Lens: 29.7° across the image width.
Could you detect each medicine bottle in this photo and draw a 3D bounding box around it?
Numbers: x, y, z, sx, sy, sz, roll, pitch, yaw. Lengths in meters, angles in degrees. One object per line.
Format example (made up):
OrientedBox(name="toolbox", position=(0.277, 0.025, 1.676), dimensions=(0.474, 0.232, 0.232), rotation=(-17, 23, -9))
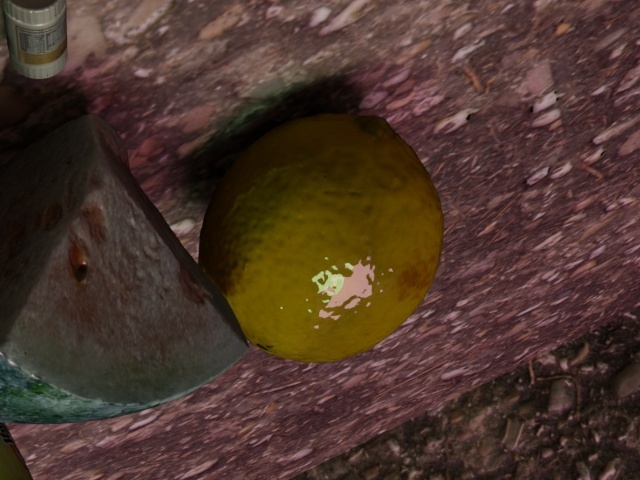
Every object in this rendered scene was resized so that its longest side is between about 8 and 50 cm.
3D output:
OrientedBox(name="medicine bottle", position=(-0.213, -0.163, 0.903), dimensions=(0.047, 0.047, 0.083), rotation=(-20, 156, -19))

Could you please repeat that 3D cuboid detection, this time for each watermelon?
OrientedBox(name="watermelon", position=(-0.211, 0.022, 1.018), dimensions=(0.228, 0.258, 0.387), rotation=(1, -178, 24))

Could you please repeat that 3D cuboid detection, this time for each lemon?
OrientedBox(name="lemon", position=(0.000, 0.000, 1.244), dimensions=(0.267, 0.267, 0.267), rotation=(-24, 158, -11))

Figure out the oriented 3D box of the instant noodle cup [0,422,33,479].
OrientedBox(name="instant noodle cup", position=(-0.456, 0.277, 1.373), dimensions=(0.264, 0.200, 0.264), rotation=(-23, 157, -11))
